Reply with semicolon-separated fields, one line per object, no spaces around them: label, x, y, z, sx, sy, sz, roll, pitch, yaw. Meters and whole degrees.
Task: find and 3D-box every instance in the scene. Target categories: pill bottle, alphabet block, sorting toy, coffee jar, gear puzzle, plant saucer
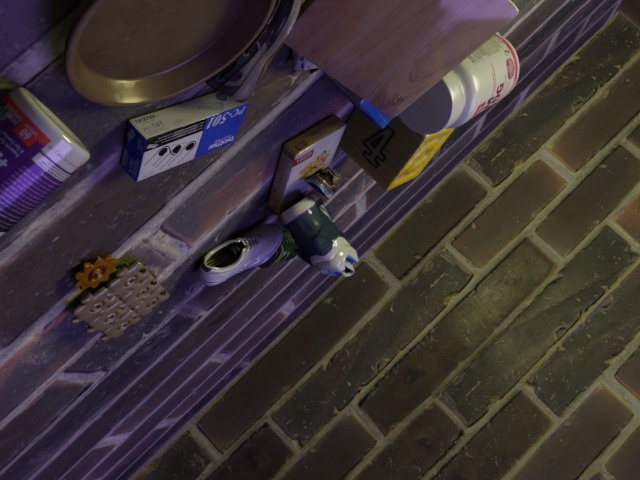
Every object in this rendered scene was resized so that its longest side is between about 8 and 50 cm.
pill bottle;0.286;-0.330;1.239;0.283;0.160;0.160;-35;163;-39
pill bottle;-0.368;-0.070;0.661;0.193;0.108;0.108;-44;167;-6
alphabet block;0.192;-0.275;1.524;0.192;0.197;0.193;-30;160;-49
sorting toy;0.113;-0.349;0.891;0.256;0.089;0.257;25;132;-38
coffee jar;-0.127;0.022;1.723;0.096;0.079;0.184;-48;168;23
gear puzzle;-0.423;0.106;1.193;0.175;0.044;0.339;-40;163;-14
plant saucer;-0.176;-0.259;0.703;0.278;0.041;0.278;-32;173;-4

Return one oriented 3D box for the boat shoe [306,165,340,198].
boat shoe;0.012;-0.150;1.461;0.066;0.066;0.183;-52;177;5

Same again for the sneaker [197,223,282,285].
sneaker;-0.194;0.028;1.507;0.258;0.094;0.091;-36;169;-29

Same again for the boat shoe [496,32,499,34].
boat shoe;0.407;-0.512;1.710;0.095;0.079;0.254;-19;149;-57

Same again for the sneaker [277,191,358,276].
sneaker;0.000;0.000;1.567;0.130;0.236;0.323;-35;-177;2

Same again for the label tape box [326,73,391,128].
label tape box;0.188;-0.424;1.258;0.347;0.115;0.249;-50;166;9

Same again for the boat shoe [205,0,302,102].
boat shoe;-0.098;-0.300;0.846;0.074;0.080;0.223;9;132;-34

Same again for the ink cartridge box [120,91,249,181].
ink cartridge box;-0.215;-0.173;0.944;0.207;0.046;0.097;-33;164;-42

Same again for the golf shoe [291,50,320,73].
golf shoe;-0.020;-0.328;1.025;0.086;0.069;0.176;-43;167;19

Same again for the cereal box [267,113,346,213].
cereal box;-0.037;-0.182;1.441;0.173;0.047;0.240;-37;165;-30
